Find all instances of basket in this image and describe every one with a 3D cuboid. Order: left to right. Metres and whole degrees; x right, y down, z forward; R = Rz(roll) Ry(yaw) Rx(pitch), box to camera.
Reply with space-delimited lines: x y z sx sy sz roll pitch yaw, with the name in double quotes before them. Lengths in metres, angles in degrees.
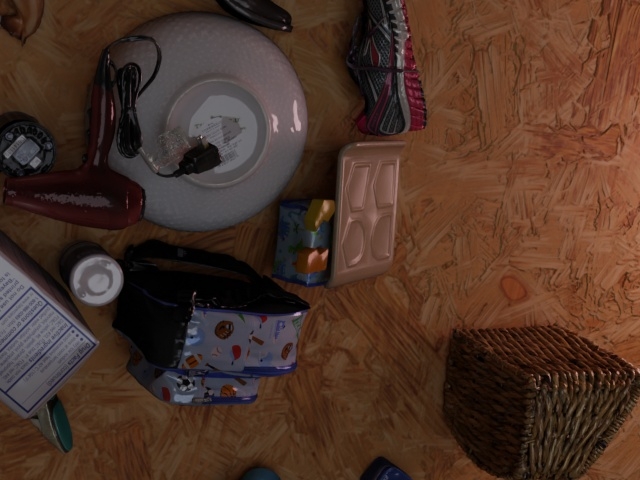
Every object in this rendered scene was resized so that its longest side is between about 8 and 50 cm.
"basket" 0.364 0.276 2.021 0.223 0.299 0.213 -1 103 -21

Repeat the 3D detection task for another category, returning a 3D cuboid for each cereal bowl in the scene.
"cereal bowl" -0.169 -0.169 1.802 0.339 0.141 0.339 -5 103 -20

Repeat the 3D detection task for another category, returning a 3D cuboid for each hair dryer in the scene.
"hair dryer" -0.303 -0.123 1.669 0.293 0.080 0.223 -36 103 -16

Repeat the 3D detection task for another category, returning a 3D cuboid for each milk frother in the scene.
"milk frother" -0.452 -0.148 1.699 0.129 0.135 0.143 -31 110 -13

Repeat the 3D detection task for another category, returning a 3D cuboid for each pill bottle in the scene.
"pill bottle" -0.339 0.044 1.785 0.078 0.137 0.078 -4 103 -20

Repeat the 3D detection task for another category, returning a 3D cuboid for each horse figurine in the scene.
"horse figurine" -0.415 -0.424 1.688 0.174 0.066 0.263 32 92 -19

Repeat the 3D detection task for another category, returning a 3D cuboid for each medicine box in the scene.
"medicine box" -0.471 0.067 1.670 0.149 0.263 0.289 -45 113 -6

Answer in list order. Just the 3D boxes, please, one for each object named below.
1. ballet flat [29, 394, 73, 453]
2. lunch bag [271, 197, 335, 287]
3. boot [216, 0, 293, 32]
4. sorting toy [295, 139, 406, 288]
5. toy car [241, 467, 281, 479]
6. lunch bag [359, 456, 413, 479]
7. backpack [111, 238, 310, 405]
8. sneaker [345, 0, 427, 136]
"ballet flat" -0.423 0.248 1.855 0.052 0.057 0.168 -11 104 10
"lunch bag" 0.000 0.000 1.932 0.151 0.096 0.128 -6 107 -50
"boot" -0.102 -0.453 1.788 0.263 0.091 0.229 31 90 -22
"sorting toy" 0.044 -0.042 1.875 0.307 0.041 0.229 -10 110 -61
"toy car" -0.155 0.525 1.964 0.238 0.219 0.210 -23 112 15
"lunch bag" 0.125 0.425 2.091 0.098 0.065 0.067 38 87 -24
"backpack" -0.158 0.134 1.819 0.263 0.276 0.213 -1 107 -28
"sneaker" 0.087 -0.306 1.884 0.112 0.121 0.299 -11 102 3
